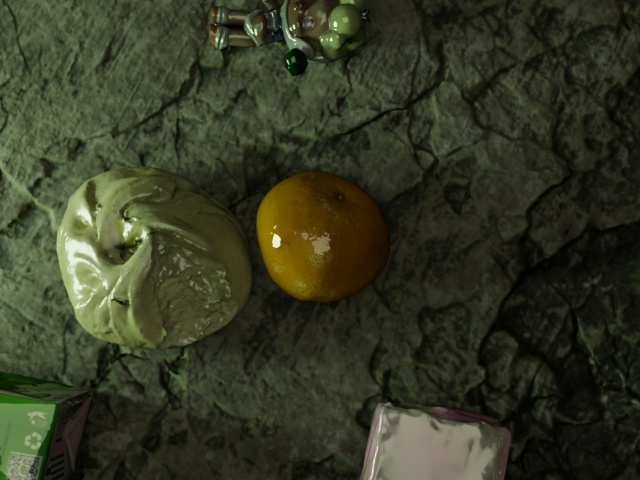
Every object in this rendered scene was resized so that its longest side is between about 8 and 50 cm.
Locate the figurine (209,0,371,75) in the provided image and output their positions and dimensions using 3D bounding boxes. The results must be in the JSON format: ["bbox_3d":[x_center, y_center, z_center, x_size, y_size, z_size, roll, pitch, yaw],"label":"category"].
[{"bbox_3d":[-0.036,-0.263,1.004,0.196,0.093,0.147,4,73,0],"label":"figurine"}]

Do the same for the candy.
[{"bbox_3d":[0.114,0.318,0.939,0.155,0.116,0.265,11,82,3],"label":"candy"}]

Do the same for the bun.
[{"bbox_3d":[-0.194,0.023,0.962,0.237,0.116,0.210,23,85,3],"label":"bun"}]

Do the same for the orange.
[{"bbox_3d":[0.000,0.000,0.957,0.158,0.159,0.136,29,125,2],"label":"orange"}]

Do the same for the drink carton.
[{"bbox_3d":[-0.396,0.199,0.919,0.270,0.161,0.108,10,84,0],"label":"drink carton"}]
